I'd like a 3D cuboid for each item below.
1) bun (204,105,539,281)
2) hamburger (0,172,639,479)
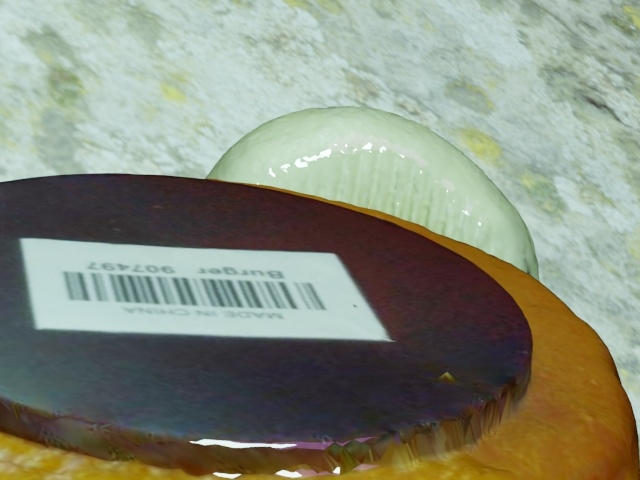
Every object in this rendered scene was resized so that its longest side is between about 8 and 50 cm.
[{"bbox_3d":[0.016,0.032,0.893,0.222,0.222,0.127,26,2,-18],"label":"bun"},{"bbox_3d":[-0.050,0.128,0.589,0.330,0.250,0.330,8,20,-3],"label":"hamburger"}]
